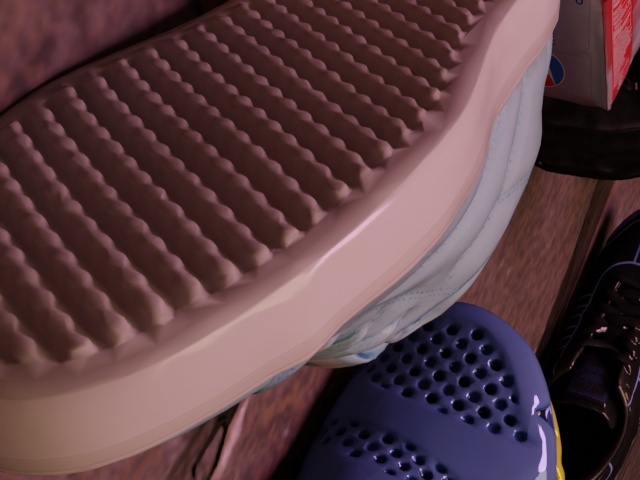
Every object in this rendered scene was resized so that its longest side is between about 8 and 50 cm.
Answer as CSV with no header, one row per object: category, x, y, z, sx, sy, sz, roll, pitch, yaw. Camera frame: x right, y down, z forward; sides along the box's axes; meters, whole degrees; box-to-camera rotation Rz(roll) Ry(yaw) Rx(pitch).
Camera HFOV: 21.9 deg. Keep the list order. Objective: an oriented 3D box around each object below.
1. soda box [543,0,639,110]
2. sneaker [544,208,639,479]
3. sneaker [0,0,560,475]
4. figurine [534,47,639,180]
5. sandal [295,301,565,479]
soda box,0.146,-0.187,0.822,0.263,0.092,0.083,-58,152,-34
sneaker,0.203,0.079,1.135,0.090,0.081,0.232,43,67,-72
sneaker,0.000,0.000,0.564,0.366,0.135,0.150,-42,138,-50
figurine,0.253,-0.066,0.992,0.215,0.209,0.092,-8,112,-65
sandal,0.014,0.162,0.723,0.317,0.126,0.138,-66,151,-22
